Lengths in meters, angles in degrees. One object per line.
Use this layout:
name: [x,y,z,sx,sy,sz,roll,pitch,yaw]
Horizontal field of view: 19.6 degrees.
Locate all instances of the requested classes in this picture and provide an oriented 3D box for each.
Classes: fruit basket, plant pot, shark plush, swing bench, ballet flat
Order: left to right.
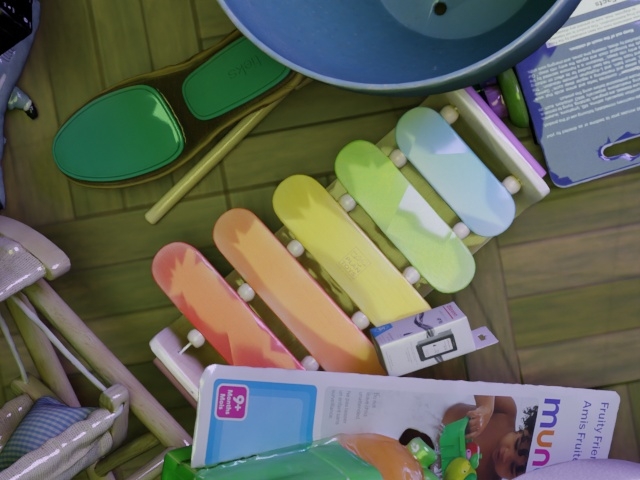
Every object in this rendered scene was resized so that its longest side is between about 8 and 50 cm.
swing bench: [-0.271,0.132,1.316,0.253,0.165,0.255,-35,91,-35]
shark plush: [-0.246,-0.106,1.425,0.067,0.073,0.161,-2,85,-29]
ballet flat: [-0.096,-0.101,1.404,0.232,0.073,0.080,-22,91,24]
fruit basket: [0.052,0.259,1.327,0.353,0.165,0.327,7,98,-24]
plant pot: [0.076,-0.230,1.304,0.290,0.195,0.290,-2,83,17]

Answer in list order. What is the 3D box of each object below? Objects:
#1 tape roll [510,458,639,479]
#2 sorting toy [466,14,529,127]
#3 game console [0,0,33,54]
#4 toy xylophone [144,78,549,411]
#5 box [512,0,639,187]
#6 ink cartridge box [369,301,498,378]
tape roll: [0.194,0.347,1.310,0.392,0.072,0.392,-4,98,-31]
sorting toy: [0.124,-0.124,1.405,0.042,0.061,0.102,-19,68,3]
game console: [-0.290,-0.070,1.306,0.213,0.361,0.044,-32,134,22]
toy xylophone: [0.000,0.000,1.402,0.236,0.081,0.323,40,92,1]
box: [0.207,-0.163,1.412,0.136,0.036,0.225,-17,89,3]
ink cartridge box: [0.082,0.069,1.340,0.083,0.048,0.028,-18,104,-4]
